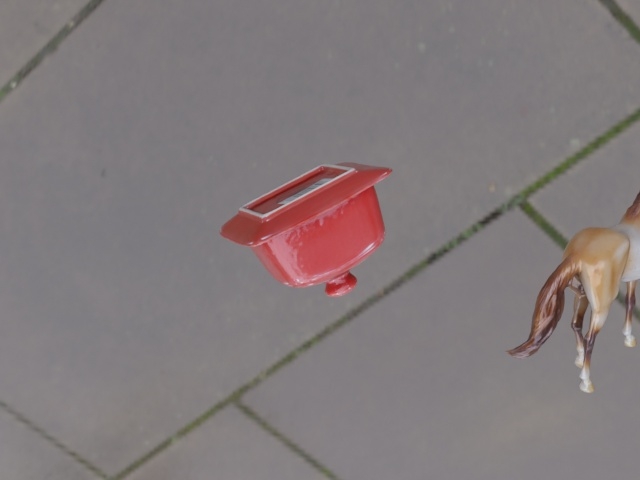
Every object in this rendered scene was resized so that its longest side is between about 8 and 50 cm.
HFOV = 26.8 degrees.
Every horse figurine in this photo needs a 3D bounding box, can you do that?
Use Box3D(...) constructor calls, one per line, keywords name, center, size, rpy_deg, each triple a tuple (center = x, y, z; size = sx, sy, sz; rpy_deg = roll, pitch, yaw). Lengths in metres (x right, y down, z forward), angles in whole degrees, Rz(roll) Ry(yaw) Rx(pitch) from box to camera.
Box3D(name="horse figurine", center=(0.283, 0.037, 1.294), size=(0.066, 0.263, 0.175), rpy_deg=(14, 116, 44))

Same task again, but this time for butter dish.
Box3D(name="butter dish", center=(0.000, 0.000, 1.323), size=(0.160, 0.160, 0.118), rpy_deg=(-28, 102, -13))
